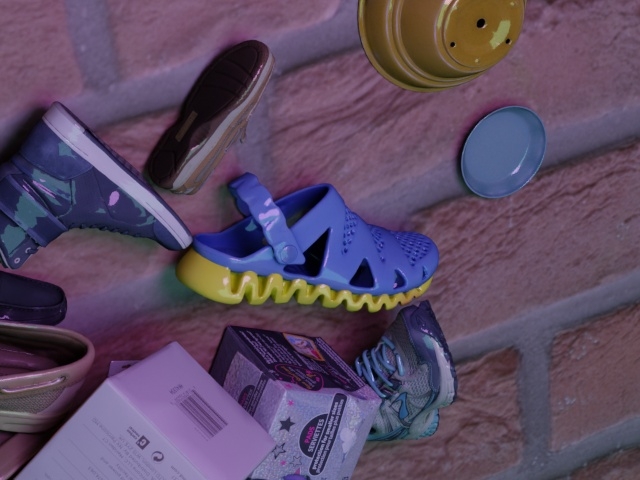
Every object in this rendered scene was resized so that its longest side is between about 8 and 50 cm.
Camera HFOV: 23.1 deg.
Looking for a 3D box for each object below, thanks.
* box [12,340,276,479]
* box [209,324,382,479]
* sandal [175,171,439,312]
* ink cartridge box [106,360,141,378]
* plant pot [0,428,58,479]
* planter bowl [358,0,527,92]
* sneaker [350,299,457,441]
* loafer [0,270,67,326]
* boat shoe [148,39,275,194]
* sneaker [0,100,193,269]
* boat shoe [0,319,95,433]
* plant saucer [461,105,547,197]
[{"bbox_3d":[-0.240,0.297,1.654,0.168,0.215,0.345,44,103,4],"label":"box"},{"bbox_3d":[-0.061,0.249,1.823,0.142,0.163,0.247,9,110,-33],"label":"box"},{"bbox_3d":[0.000,0.000,1.756,0.317,0.126,0.138,2,110,-31],"label":"sandal"},{"bbox_3d":[-0.220,0.179,1.784,0.048,0.028,0.083,1,114,-29],"label":"ink cartridge box"},{"bbox_3d":[-0.392,0.253,1.647,0.237,0.237,0.110,-45,87,-1],"label":"plant pot"},{"bbox_3d":[0.157,-0.251,1.725,0.217,0.090,0.217,-13,120,-23],"label":"planter bowl"},{"bbox_3d":[0.084,0.171,1.847,0.122,0.110,0.283,-12,149,-12],"label":"sneaker"},{"bbox_3d":[-0.363,0.047,1.607,0.223,0.076,0.078,8,118,-28],"label":"loafer"},{"bbox_3d":[-0.105,-0.129,1.671,0.190,0.068,0.072,-49,140,15],"label":"boat shoe"},{"bbox_3d":[-0.252,-0.019,1.625,0.163,0.086,0.226,-48,126,0],"label":"sneaker"},{"bbox_3d":[-0.390,0.110,1.528,0.341,0.121,0.110,7,135,-33],"label":"boat shoe"},{"bbox_3d":[0.215,-0.109,1.874,0.119,0.021,0.119,-13,121,-22],"label":"plant saucer"}]
